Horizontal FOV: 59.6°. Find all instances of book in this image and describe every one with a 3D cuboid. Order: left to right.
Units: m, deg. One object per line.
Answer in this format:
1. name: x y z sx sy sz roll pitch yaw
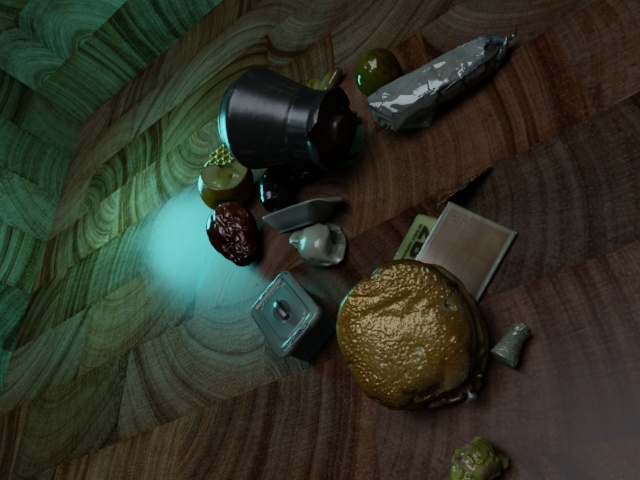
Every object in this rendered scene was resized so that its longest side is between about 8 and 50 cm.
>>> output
1. book: 0.302 0.049 1.246 0.170 0.018 0.241 29 84 24

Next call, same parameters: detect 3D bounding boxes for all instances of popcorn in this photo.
1. popcorn: 0.282 0.408 1.007 0.089 0.109 0.097 42 134 20

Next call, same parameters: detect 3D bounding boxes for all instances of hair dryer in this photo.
1. hair dryer: -0.031 -0.240 1.787 0.359 0.120 0.303 -15 39 25

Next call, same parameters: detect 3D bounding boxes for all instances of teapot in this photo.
1. teapot: -0.070 -0.354 1.682 0.362 0.376 0.305 15 115 28
2. teapot: 0.374 0.201 1.096 0.083 0.057 0.067 -54 11 -9

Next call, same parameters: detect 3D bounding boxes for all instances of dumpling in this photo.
1. dumpling: -0.001 0.000 1.572 0.176 0.092 0.150 2 49 54

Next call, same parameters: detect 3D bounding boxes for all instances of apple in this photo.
1. apple: -0.331 -0.194 1.961 0.195 0.160 0.173 -8 66 -9

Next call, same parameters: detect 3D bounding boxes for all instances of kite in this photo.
1. kite: 0.322 -0.117 1.357 0.222 0.008 0.125 -34 0 -24

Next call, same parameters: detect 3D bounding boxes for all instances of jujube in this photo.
1. jujube: -0.275 -0.016 1.806 0.168 0.168 0.236 -43 56 13

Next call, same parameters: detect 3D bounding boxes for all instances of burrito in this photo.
1. burrito: 0.332 -0.437 1.515 0.445 0.101 0.139 -26 54 16

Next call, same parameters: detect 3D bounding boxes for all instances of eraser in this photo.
1. eraser: 0.245 0.029 1.331 0.117 0.058 0.172 22 80 50

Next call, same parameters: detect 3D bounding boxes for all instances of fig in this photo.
1. fig: 0.201 -0.503 1.702 0.186 0.148 0.142 27 64 12

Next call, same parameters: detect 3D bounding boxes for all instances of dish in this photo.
1. dish: -0.039 -0.073 1.634 0.234 0.154 0.064 -18 84 37

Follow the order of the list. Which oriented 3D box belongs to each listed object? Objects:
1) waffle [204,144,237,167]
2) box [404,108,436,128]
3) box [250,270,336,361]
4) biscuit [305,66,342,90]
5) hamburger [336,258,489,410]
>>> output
1. waffle: -0.360 -0.303 2.151 0.249 0.056 0.253 6 66 47
2. box: 0.299 -0.399 1.603 0.090 0.024 0.167 7 68 45
3. box: -0.072 0.202 1.464 0.162 0.130 0.227 -50 41 4
4. biscuit: -0.006 -0.497 1.949 0.164 0.047 0.208 -7 59 40
5. hamburger: 0.191 0.198 1.147 0.290 0.170 0.314 -30 74 19
